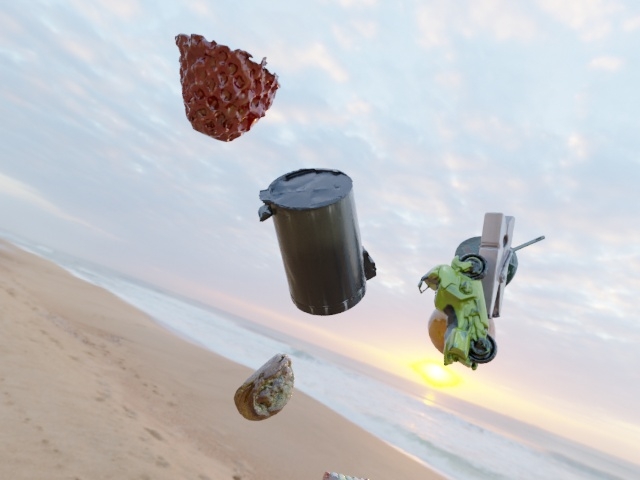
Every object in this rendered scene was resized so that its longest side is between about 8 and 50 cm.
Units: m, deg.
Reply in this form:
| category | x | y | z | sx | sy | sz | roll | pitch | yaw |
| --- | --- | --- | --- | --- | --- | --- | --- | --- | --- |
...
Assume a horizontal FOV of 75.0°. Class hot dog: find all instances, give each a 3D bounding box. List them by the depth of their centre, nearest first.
| category | x | y | z | sx | sy | sz | roll | pitch | yaw |
| --- | --- | --- | --- | --- | --- | --- | --- | --- | --- |
| hot dog | -0.189 | 0.543 | 1.563 | 0.122 | 0.272 | 0.196 | 7 | -63 | 42 |

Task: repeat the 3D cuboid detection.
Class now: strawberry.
| category | x | y | z | sx | sy | sz | roll | pitch | yaw |
| --- | --- | --- | --- | --- | --- | --- | --- | --- | --- |
| strawberry | -0.208 | -0.300 | 0.852 | 0.233 | 0.178 | 0.234 | 22 | 7 | -3 |

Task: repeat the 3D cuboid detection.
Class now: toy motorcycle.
| category | x | y | z | sx | sy | sz | roll | pitch | yaw |
| --- | --- | --- | --- | --- | --- | --- | --- | --- | --- |
| toy motorcycle | 0.392 | 0.193 | 1.212 | 0.206 | 0.343 | 0.142 | -9 | -31 | 24 |

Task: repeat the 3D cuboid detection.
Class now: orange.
| category | x | y | z | sx | sy | sz | roll | pitch | yaw |
| --- | --- | --- | --- | --- | --- | --- | --- | --- | --- |
| orange | 0.555 | 0.347 | 1.652 | 0.261 | 0.261 | 0.261 | 19 | -13 | 5 |

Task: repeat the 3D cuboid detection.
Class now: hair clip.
| category | x | y | z | sx | sy | sz | roll | pitch | yaw |
| --- | --- | --- | --- | --- | --- | --- | --- | --- | --- |
| hair clip | 0.545 | 0.079 | 1.310 | 0.101 | 0.331 | 0.085 | 11 | 0 | -37 |

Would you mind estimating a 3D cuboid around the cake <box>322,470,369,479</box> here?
| category | x | y | z | sx | sy | sz | roll | pitch | yaw |
| --- | --- | --- | --- | --- | --- | --- | --- | --- | --- |
| cake | 0.090 | 0.801 | 1.294 | 0.225 | 0.110 | 0.090 | 28 | -9 | -27 |

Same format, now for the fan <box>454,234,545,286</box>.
| category | x | y | z | sx | sy | sz | roll | pitch | yaw |
| --- | --- | --- | --- | --- | --- | --- | --- | --- | --- |
| fan | 0.602 | 0.045 | 1.469 | 0.223 | 0.294 | 0.012 | 35 | -10 | 38 |

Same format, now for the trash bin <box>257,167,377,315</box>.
| category | x | y | z | sx | sy | sz | roll | pitch | yaw |
| --- | --- | --- | --- | --- | --- | --- | --- | --- | --- |
| trash bin | 0.000 | 0.000 | 0.989 | 0.203 | 0.251 | 0.302 | -115 | -168 | -56 |
